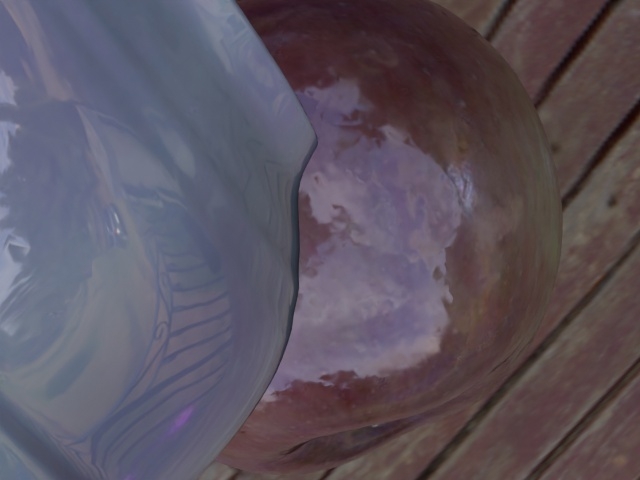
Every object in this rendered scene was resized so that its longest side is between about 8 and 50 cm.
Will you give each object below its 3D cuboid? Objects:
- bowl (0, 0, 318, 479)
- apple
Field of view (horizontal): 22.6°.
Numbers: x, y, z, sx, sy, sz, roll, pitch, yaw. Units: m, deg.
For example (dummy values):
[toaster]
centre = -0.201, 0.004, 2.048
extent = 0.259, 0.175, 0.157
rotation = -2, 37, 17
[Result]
[bowl]
centre = -0.102, -0.047, 0.440
extent = 0.143, 0.287, 0.287
rotation = -36, 81, -1
[apple]
centre = 0.000, 0.000, 0.884
extent = 0.305, 0.305, 0.235
rotation = -31, 73, 31
